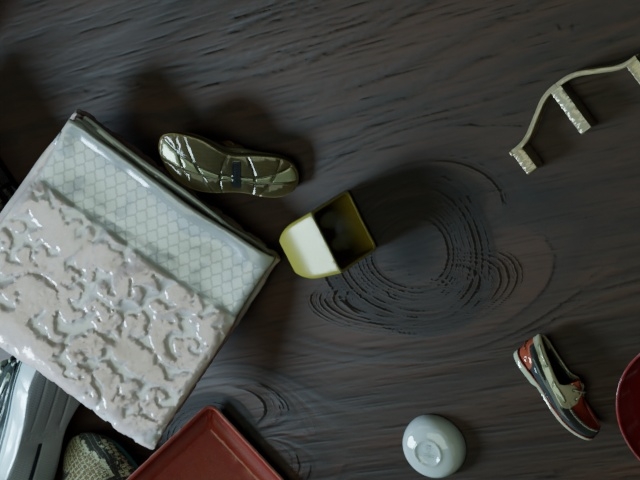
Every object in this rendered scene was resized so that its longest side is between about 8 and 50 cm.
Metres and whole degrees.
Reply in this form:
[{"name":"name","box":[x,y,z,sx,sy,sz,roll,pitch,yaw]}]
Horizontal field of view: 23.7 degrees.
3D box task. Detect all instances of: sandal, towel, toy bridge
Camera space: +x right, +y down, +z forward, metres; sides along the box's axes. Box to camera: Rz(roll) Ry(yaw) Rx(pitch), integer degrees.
[{"name":"sandal","box":[-0.111,-0.095,1.881,0.180,0.049,0.072,10,118,8]},{"name":"towel","box":[-0.264,0.052,1.928,0.332,0.053,0.317,35,103,2]},{"name":"toy bridge","box":[0.277,-0.147,1.674,0.188,0.026,0.063,-38,86,32]}]

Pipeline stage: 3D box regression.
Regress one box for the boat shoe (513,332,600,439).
[{"name":"boat shoe","box":[0.282,0.170,1.773,0.043,0.049,0.137,-42,82,29]}]

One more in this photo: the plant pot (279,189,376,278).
[{"name":"plant pot","box":[0.000,0.000,1.838,0.083,0.081,0.081,-22,97,41]}]

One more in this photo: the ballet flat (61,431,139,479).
[{"name":"ballet flat","box":[-0.245,0.498,2.073,0.164,0.182,0.483,-25,95,37]}]

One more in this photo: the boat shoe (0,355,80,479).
[{"name":"boat shoe","box":[-0.399,0.207,2.085,0.119,0.121,0.335,38,114,34]}]

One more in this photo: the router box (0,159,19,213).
[{"name":"router box","box":[-0.472,-0.080,2.014,0.046,0.133,0.179,-32,91,31]}]

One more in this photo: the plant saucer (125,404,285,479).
[{"name":"plant saucer","box":[-0.150,0.394,1.996,0.258,0.048,0.259,-43,84,-12]}]

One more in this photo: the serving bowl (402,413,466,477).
[{"name":"serving bowl","box":[0.137,0.258,1.887,0.083,0.027,0.083,8,110,24]}]

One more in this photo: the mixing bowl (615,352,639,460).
[{"name":"mixing bowl","box":[0.425,0.172,1.669,0.181,0.098,0.181,10,112,24]}]
